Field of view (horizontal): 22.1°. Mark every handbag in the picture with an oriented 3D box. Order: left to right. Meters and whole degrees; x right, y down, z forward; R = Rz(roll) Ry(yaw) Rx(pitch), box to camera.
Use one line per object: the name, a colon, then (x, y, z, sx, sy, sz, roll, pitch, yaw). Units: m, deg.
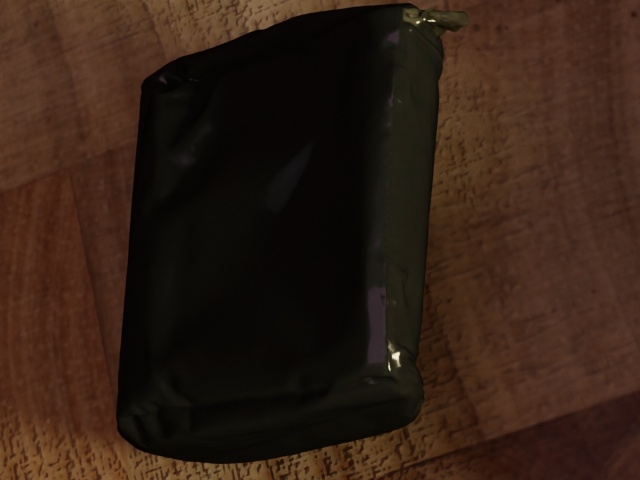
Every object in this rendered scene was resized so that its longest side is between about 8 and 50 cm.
handbag: (0.001, 0.001, 1.151, 0.275, 0.178, 0.301, -11, 65, 32)
